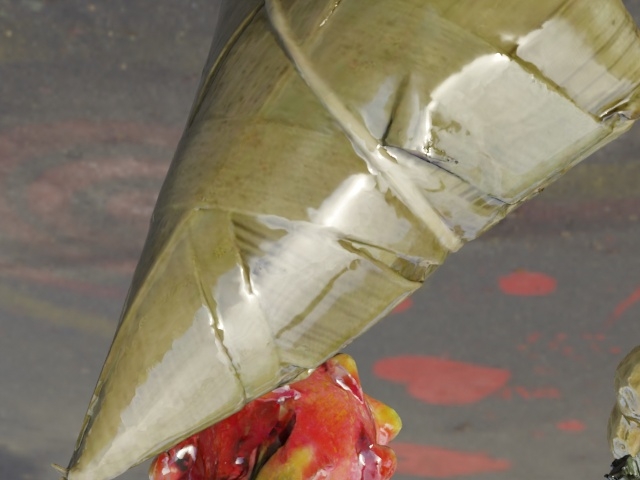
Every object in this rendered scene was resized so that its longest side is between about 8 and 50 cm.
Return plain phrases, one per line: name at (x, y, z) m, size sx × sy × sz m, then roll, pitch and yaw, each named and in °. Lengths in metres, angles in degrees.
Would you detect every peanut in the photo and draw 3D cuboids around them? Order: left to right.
peanut at (0.463, 0.234, 1.863) m, size 0.147 × 0.147 × 0.305 m, roll 2°, pitch 139°, yaw 8°

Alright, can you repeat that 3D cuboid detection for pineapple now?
pineapple at (0.355, 0.291, 1.428) m, size 0.074 × 0.074 × 0.159 m, roll -20°, pitch 115°, yaw 46°

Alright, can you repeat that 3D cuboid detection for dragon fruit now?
dragon fruit at (-0.050, 0.240, 1.400) m, size 0.228 × 0.307 × 0.243 m, roll 20°, pitch 152°, yaw 21°

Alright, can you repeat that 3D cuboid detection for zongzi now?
zongzi at (-0.071, -0.079, 1.018) m, size 0.218 × 0.467 × 0.500 m, roll 58°, pitch 170°, yaw -26°
